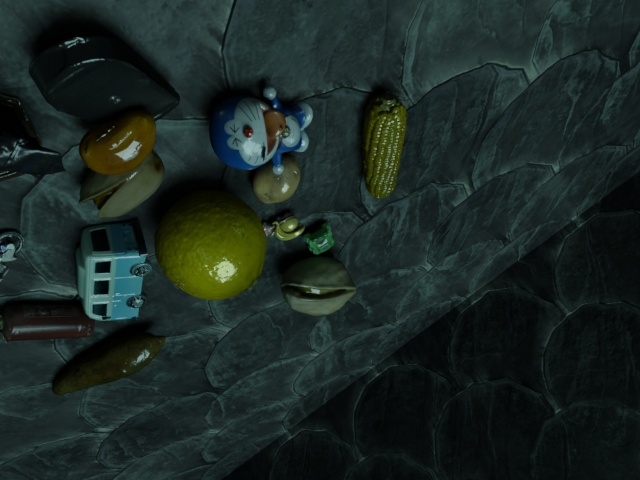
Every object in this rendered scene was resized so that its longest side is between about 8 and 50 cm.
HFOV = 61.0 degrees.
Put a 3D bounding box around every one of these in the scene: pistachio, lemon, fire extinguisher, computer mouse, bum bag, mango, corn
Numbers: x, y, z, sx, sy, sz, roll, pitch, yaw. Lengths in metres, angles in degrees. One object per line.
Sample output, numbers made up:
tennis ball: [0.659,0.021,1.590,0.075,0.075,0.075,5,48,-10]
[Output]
pistachio: [-0.013,0.156,1.833,0.332,0.226,0.207,6,95,-54]
lemon: [-0.271,0.009,1.354,0.293,0.293,0.293,-22,147,-15]
fire extinguisher: [-0.740,0.213,1.416,0.269,0.104,0.104,5,133,-45]
computer mouse: [-0.395,-0.295,1.007,0.168,0.087,0.295,-25,166,13]
bum bag: [-0.574,-0.152,0.886,0.310,0.074,0.137,6,164,-45]
mango: [-0.390,-0.185,1.053,0.159,0.084,0.105,-25,107,16]
corn: [0.171,-0.255,1.510,0.120,0.120,0.363,-22,146,-15]
pistachio: [-0.428,-0.128,1.169,0.206,0.131,0.129,-41,106,14]

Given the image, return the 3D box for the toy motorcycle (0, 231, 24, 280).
toy motorcycle: [-0.761,0.038,1.156,0.221,0.102,0.150,10,109,-51]

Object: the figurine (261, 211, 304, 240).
figurine: [-0.142,-0.028,1.610,0.188,0.083,0.083,-16,146,-6]

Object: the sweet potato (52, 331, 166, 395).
sweet potato: [-0.678,0.392,1.696,0.423,0.130,0.130,-27,149,5]

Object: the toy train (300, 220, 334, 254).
toy train: [0.000,0.000,1.755,0.099,0.081,0.149,-30,148,-5]

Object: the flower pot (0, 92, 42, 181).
flower pot: [-0.647,-0.157,0.985,0.251,0.084,0.178,-22,148,-15]

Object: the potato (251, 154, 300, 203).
potato: [-0.112,-0.156,1.422,0.147,0.112,0.112,-39,148,24]

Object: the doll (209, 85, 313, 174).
doll: [-0.127,-0.243,1.239,0.257,0.161,0.215,-20,120,-39]

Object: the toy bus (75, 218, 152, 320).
toy bus: [-0.531,0.087,1.379,0.165,0.133,0.271,-5,137,-29]
